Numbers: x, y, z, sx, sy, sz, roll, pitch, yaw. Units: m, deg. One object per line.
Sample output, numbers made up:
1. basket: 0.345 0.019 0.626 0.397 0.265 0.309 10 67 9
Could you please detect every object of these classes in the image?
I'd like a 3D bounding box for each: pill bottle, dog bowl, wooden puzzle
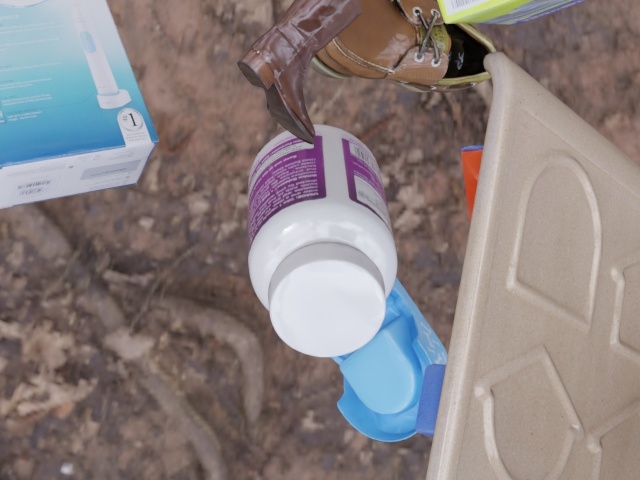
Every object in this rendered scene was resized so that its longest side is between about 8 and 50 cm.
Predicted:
1. pill bottle: 0.000 0.000 1.533 0.169 0.301 0.169 -1 120 -2
2. dog bowl: 0.062 0.124 1.785 0.166 0.074 0.297 -43 75 33
3. wooden puzzle: 0.174 0.082 0.956 0.081 0.347 0.322 -7 156 38

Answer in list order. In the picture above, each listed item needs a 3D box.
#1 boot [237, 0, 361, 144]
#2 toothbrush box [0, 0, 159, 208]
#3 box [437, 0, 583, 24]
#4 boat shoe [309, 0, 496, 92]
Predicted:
1. boot: 0.000 -0.144 1.024 0.114 0.037 0.106 -51 138 -15
2. toothbrush box: -0.365 -0.207 1.702 0.216 0.295 0.126 -13 161 -29
3. box: 0.176 -0.211 1.083 0.109 0.178 0.042 -16 90 30
4. boat shoe: 0.086 -0.213 1.359 0.104 0.307 0.110 6 95 31
